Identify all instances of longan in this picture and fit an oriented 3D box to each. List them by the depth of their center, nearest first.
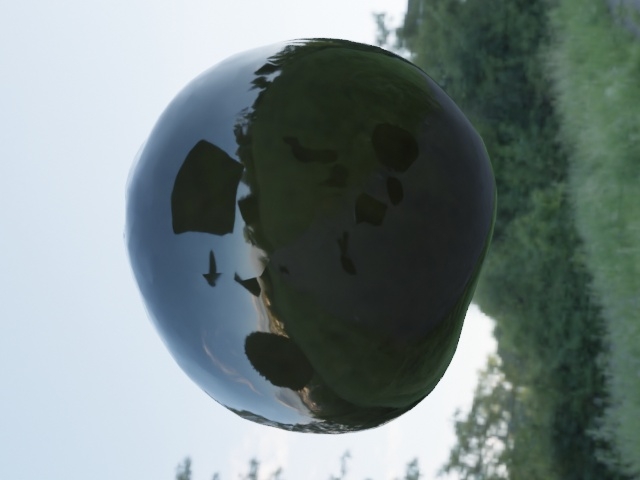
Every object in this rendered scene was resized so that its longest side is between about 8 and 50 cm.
[{"bbox_3d":[0.000,0.000,0.514,0.248,0.248,0.248,6,-90,-73],"label":"longan"}]
